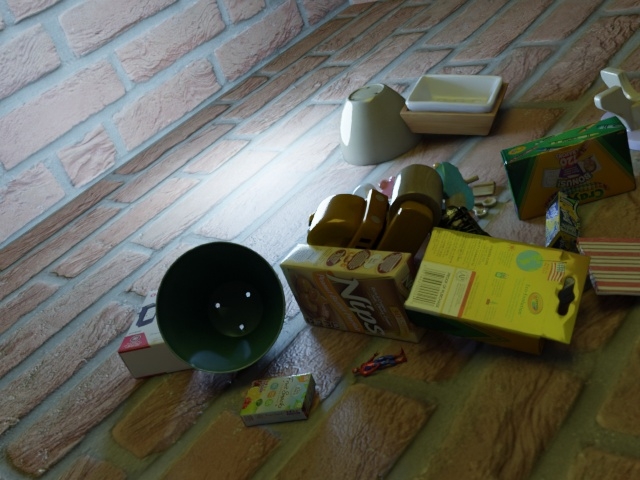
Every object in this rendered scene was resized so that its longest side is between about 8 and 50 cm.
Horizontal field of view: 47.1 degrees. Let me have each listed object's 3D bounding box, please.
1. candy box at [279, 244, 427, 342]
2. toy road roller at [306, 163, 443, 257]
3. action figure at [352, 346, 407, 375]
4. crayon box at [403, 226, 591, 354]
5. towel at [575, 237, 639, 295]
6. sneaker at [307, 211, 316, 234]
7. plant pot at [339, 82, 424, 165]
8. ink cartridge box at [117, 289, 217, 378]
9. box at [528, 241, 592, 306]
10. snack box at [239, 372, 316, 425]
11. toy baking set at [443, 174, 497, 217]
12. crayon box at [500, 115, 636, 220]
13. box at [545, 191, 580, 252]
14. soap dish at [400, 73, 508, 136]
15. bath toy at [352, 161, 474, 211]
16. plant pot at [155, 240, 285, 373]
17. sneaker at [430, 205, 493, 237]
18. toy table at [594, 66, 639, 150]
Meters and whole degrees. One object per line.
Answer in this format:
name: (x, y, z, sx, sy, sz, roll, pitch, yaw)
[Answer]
candy box: (0.077, 0.112, 1.622, 0.316, 0.183, 0.087, 5, 40, 40)
toy road roller: (0.116, -0.043, 1.704, 0.240, 0.330, 0.202, 25, 35, -7)
action figure: (0.119, 0.252, 1.522, 0.115, 0.030, 0.038, -23, 34, 5)
crayon box: (0.349, 0.100, 1.449, 0.318, 0.081, 0.202, 12, 61, 25)
towel: (0.604, 0.054, 1.476, 0.144, 0.029, 0.197, 1, 33, 4)
sneaker: (0.000, 0.000, 1.956, 0.088, 0.093, 0.225, -22, 30, 2)
plant pot: (0.177, -0.397, 2.391, 0.284, 0.191, 0.284, -17, 30, 10)
ink cartridge box: (-0.379, 0.220, 1.851, 0.171, 0.100, 0.237, -13, 31, 16)
box: (0.453, 0.082, 1.555, 0.145, 0.038, 0.186, -30, 30, -12)
snack box: (-0.087, 0.330, 1.527, 0.141, 0.037, 0.100, -11, 32, 20)
toy baking set: (0.346, -0.099, 1.940, 0.256, 0.030, 0.197, -19, 29, 7)
crayon box: (0.586, -0.169, 1.747, 0.278, 0.165, 0.081, -17, 30, 13)
box: (0.543, -0.037, 1.647, 0.054, 0.059, 0.169, 26, 38, 0)
soap dish: (0.420, -0.421, 2.288, 0.290, 0.118, 0.229, 6, 39, 23)
bath toy: (0.225, -0.098, 1.898, 0.348, 0.129, 0.152, -10, 68, 50)
plant pot: (-0.214, 0.157, 1.711, 0.290, 0.290, 0.195, -22, -8, 2)
sneaker: (0.321, -0.006, 1.657, 0.097, 0.135, 0.276, -28, 19, -11)
toy table: (0.828, -0.350, 1.884, 0.252, 0.161, 0.274, -33, 30, -18)
